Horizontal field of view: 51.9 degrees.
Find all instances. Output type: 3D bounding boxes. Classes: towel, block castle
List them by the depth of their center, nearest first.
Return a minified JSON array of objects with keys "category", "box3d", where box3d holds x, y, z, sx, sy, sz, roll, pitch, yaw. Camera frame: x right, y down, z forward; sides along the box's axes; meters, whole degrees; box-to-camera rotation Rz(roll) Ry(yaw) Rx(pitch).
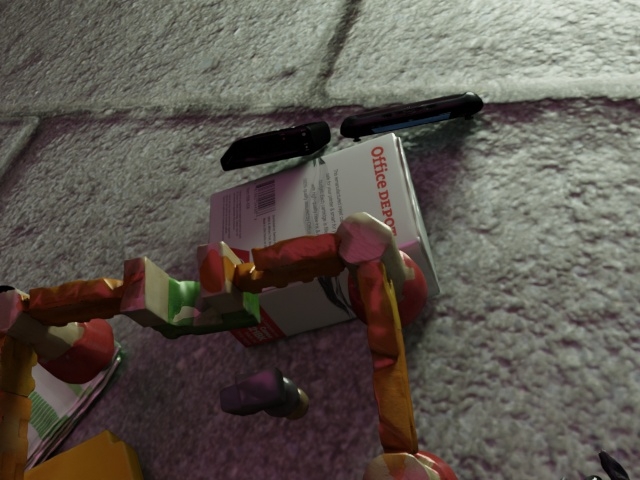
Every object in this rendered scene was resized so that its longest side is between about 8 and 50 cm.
[{"category":"block castle","box3d":[-0.103,0.173,0.662,0.453,0.213,0.303,-11,64,10]},{"category":"towel","box3d":[-0.450,0.243,0.943,0.248,0.038,0.325,21,66,37]}]

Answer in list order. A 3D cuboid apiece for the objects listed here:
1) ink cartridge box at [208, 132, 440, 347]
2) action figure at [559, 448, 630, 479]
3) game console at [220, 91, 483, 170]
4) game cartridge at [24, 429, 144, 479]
[{"category":"ink cartridge box","box3d":[0.000,0.000,0.856,0.273,0.114,0.197,-18,48,14]},{"category":"action figure","box3d":[0.194,0.278,0.521,0.275,0.164,0.141,-28,17,13]},{"category":"game console","box3d":[0.048,-0.157,0.933,0.361,0.044,0.213,-10,11,10]},{"category":"game cartridge","box3d":[-0.328,0.402,0.727,0.323,0.053,0.285,-27,50,-6]}]
